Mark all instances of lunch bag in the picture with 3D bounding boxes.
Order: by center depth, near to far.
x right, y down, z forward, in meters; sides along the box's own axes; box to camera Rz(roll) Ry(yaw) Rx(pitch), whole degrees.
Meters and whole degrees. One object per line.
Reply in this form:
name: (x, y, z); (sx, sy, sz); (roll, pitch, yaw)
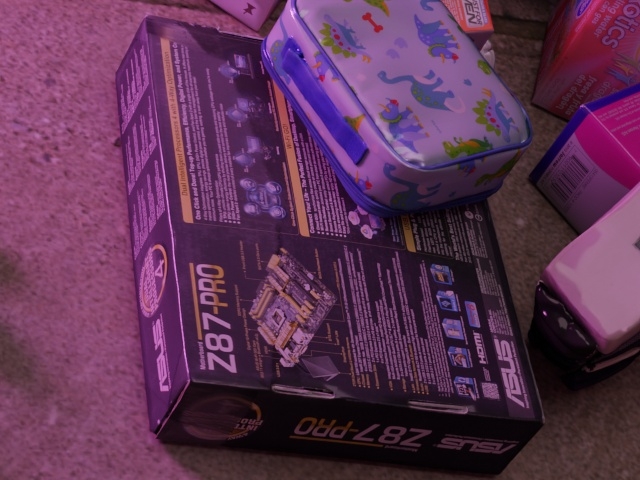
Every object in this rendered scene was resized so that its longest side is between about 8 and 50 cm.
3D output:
lunch bag: (0.061, -0.127, 1.683); (0.176, 0.090, 0.219); (-15, 61, -39)

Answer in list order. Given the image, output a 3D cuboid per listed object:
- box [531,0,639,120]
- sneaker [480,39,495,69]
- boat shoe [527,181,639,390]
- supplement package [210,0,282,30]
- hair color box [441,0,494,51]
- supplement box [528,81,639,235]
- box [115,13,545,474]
box: (0.343, -0.249, 1.929); (0.142, 0.300, 0.154); (25, 44, -7)
sneaker: (0.097, -0.214, 1.936); (0.166, 0.065, 0.076); (46, 49, 16)
boat shoe: (0.317, 0.000, 1.729); (0.340, 0.158, 0.127); (-33, 73, -15)
supplement package: (-0.054, -0.385, 1.901); (0.199, 0.198, 0.262); (33, 44, 0)
hair color box: (0.069, -0.193, 1.845); (0.167, 0.093, 0.053); (-4, 70, -14)
supplement box: (0.325, -0.029, 1.863); (0.114, 0.111, 0.220); (-22, 66, -41)
box: (0.000, 0.000, 1.670); (0.318, 0.097, 0.395); (9, 49, -25)
